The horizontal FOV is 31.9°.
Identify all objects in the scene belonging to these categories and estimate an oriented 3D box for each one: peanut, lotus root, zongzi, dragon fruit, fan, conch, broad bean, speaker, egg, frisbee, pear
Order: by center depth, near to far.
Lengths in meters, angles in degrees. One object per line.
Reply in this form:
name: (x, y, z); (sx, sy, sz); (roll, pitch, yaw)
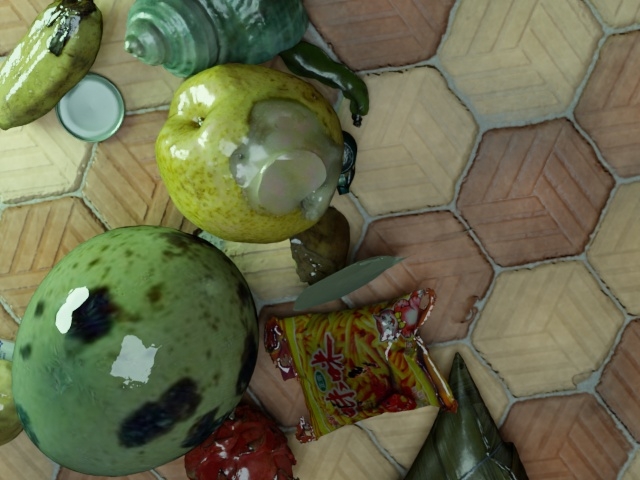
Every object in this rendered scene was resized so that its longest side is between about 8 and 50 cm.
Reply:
pear: (-0.102, -0.124, 1.586); (0.271, 0.271, 0.271); (1, 107, 4)
conch: (-0.167, -0.325, 1.610); (0.220, 0.277, 0.195); (56, 148, 14)
egg: (-0.285, 0.172, 1.679); (0.345, 0.345, 0.428); (42, 110, -9)
lotus root: (-0.409, -0.269, 1.682); (0.258, 0.097, 0.110); (-41, 67, 24)
broad bean: (0.004, -0.253, 1.683); (0.195, 0.046, 0.061); (41, 103, -10)
speaker: (0.034, -0.119, 1.706); (0.060, 0.075, 0.094); (-28, 104, 12)
lotus root: (-0.002, 0.002, 1.733); (0.095, 0.135, 0.159); (-15, 119, 7)
fan: (0.098, 0.038, 1.735); (0.310, 0.182, 0.010); (-22, 76, -11)
frisbee: (-0.357, -0.206, 1.738); (0.110, 0.014, 0.110); (1, 107, 3)
dragon fruit: (-0.132, 0.359, 1.820); (0.172, 0.172, 0.209); (-39, 87, 14)
zongzi: (0.180, 0.360, 1.832); (0.286, 0.138, 0.300); (-24, 89, 19)
peanut: (-0.584, 0.279, 1.839); (0.291, 0.143, 0.159); (-13, 139, 20)

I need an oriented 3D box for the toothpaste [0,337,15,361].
toothpaste: (-0.541, 0.183, 1.862); (0.194, 0.043, 0.067); (11, 114, 6)

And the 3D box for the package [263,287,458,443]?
package: (0.069, 0.201, 1.789); (0.288, 0.108, 0.223); (-11, 102, 17)
